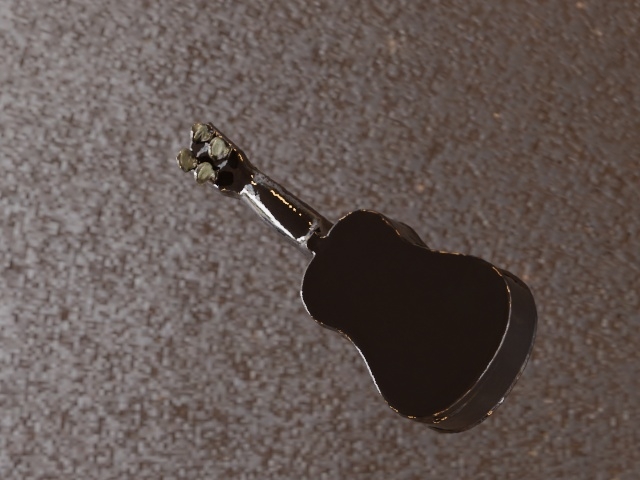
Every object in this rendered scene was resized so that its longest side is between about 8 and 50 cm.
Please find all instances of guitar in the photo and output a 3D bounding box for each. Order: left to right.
[{"bbox_3d":[-0.002,-0.001,0.672,0.271,0.038,0.084,37,96,40],"label":"guitar"}]
